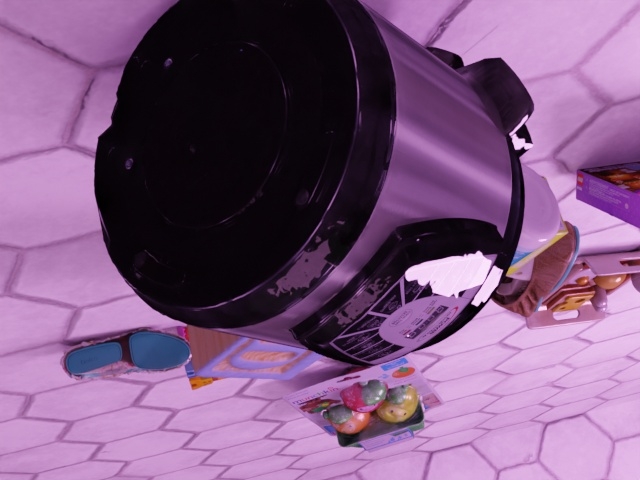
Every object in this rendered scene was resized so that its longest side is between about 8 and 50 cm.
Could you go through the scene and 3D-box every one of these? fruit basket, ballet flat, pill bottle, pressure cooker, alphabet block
[{"bbox_3d":[0.117,0.406,2.348,0.327,0.166,0.353,-20,152,12],"label":"fruit basket"},{"bbox_3d":[-0.362,0.210,1.768,0.240,0.091,0.077,-3,176,-13],"label":"ballet flat"},{"bbox_3d":[0.251,-0.006,1.542,0.146,0.146,0.264,4,151,-35],"label":"pill bottle"},{"bbox_3d":[0.020,-0.061,1.037,0.369,0.376,0.420,7,172,37],"label":"pressure cooker"},{"bbox_3d":[-0.092,0.093,1.494,0.192,0.197,0.193,10,146,-37],"label":"alphabet block"},{"bbox_3d":[0.397,0.058,1.840,0.124,0.116,0.342,7,159,0],"label":"ballet flat"}]

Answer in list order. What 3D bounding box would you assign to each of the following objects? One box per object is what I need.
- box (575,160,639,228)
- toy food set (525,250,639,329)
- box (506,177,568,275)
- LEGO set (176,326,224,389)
[{"bbox_3d":[0.592,-0.086,1.526,0.293,0.057,0.201,-8,-161,-14],"label":"box"},{"bbox_3d":[0.611,0.117,2.077,0.219,0.092,0.306,-5,154,-21],"label":"toy food set"},{"bbox_3d":[0.333,-0.017,1.609,0.042,0.109,0.178,-1,153,-31],"label":"box"},{"bbox_3d":[-0.221,0.240,1.885,0.093,0.087,0.227,-11,157,-7],"label":"LEGO set"}]
